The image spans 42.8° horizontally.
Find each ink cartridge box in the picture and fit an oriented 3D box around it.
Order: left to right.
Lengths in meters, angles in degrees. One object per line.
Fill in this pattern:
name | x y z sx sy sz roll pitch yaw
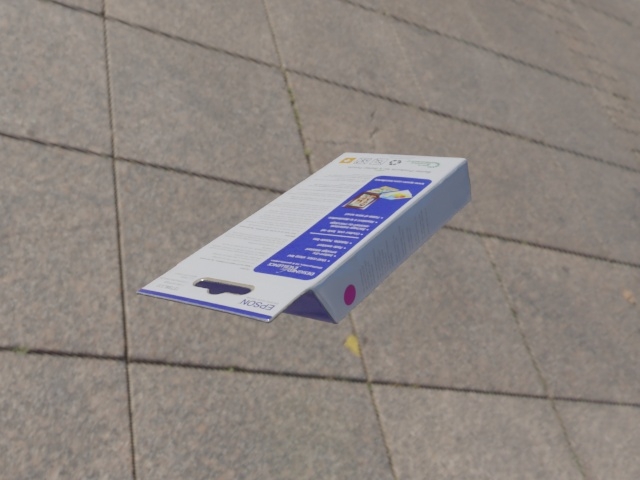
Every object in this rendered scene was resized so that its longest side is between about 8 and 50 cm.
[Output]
ink cartridge box | 0.000 0.000 0.871 0.175 0.069 0.371 7 29 37
